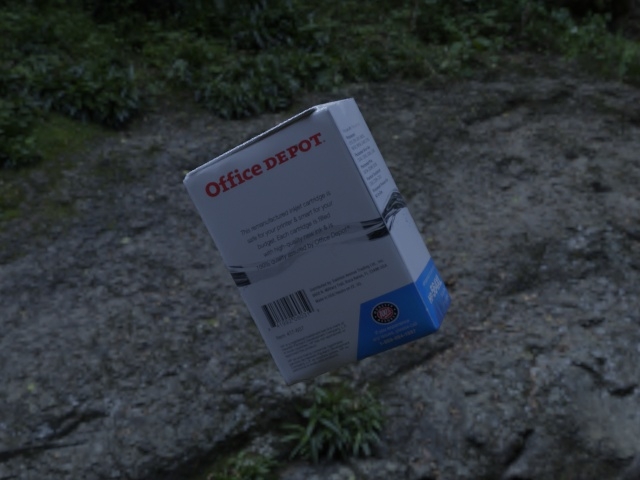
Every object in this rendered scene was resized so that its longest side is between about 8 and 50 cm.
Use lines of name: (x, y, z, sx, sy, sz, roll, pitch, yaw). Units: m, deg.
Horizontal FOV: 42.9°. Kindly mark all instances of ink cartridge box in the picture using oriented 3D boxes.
ink cartridge box: (0.000, 0.000, 0.696, 0.148, 0.203, 0.086, -23, 6, 24)
